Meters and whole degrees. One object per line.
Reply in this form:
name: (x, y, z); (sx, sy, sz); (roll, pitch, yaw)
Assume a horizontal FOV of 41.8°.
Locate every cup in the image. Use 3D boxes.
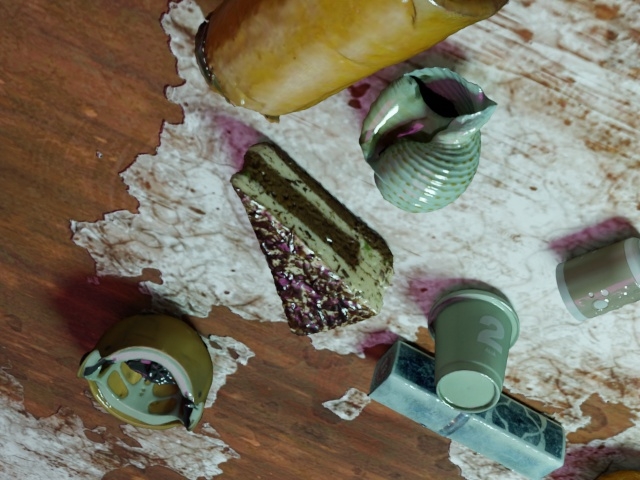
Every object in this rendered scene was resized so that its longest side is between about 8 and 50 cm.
cup: (0.188, 0.141, 1.061); (0.120, 0.141, 0.120); (10, 131, 11)
cup: (0.343, 0.053, 0.974); (0.099, 0.074, 0.102); (-27, 118, 35)

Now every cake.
cake: (0.001, -0.009, 1.013); (0.135, 0.112, 0.246); (-6, 125, 20)

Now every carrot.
carrot: (0.022, -0.214, 0.777); (0.196, 0.196, 0.254); (39, 137, -17)

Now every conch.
conch: (0.110, -0.106, 0.893); (0.135, 0.102, 0.153); (38, 99, -1)

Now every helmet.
helmet: (-0.247, 0.187, 1.258); (0.198, 0.130, 0.224); (30, 144, -6)

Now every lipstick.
lipstick: (0.212, 0.244, 1.188); (0.290, 0.077, 0.076); (29, 133, -10)

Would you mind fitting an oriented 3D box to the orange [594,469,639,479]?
orange: (0.450, 0.413, 1.192); (0.193, 0.193, 0.161); (-4, 104, 22)
